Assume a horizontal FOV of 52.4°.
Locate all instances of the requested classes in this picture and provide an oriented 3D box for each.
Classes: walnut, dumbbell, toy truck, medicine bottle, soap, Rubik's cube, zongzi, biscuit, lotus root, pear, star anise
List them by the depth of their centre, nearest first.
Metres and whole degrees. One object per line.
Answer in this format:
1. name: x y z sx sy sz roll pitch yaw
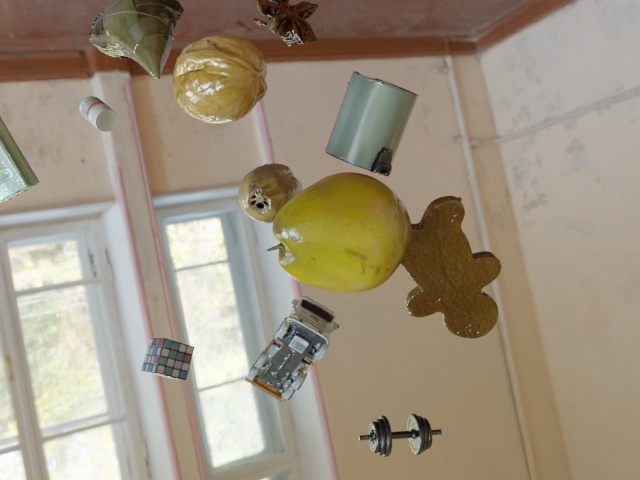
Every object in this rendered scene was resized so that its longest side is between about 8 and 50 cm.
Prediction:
1. walnut: -0.181 -0.290 1.177 0.159 0.159 0.207 -9 -172 -42
2. medicine bottle: -0.512 -0.292 1.501 0.057 0.057 0.089 -9 -144 -43
3. pear: 0.046 -0.022 1.515 0.337 0.284 0.285 18 168 -18
4. dumbbell: 0.195 0.475 1.588 0.209 0.099 0.099 -1 175 -11
5. soap: -0.798 -0.201 1.605 0.115 0.198 0.063 -24 -168 17
6. Rubik's cube: -0.401 0.311 1.708 0.092 0.092 0.092 23 160 -33
7. biscuit: 0.341 0.095 1.761 0.283 0.432 0.064 -32 -156 12
8. star anise: -0.094 -0.602 1.762 0.196 0.212 0.111 -1 136 -24
9. zongzi: -0.533 -0.529 1.807 0.289 0.317 0.154 -19 149 34
10. lotus root: -0.142 -0.147 1.966 0.152 0.169 0.343 -32 -177 17
11. toy truck: -0.090 0.350 2.162 0.387 0.173 0.207 -56 -176 40

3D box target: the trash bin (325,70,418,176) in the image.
1. trash bin: 0.157 -0.362 2.020 0.217 0.262 0.277 10 -163 -41
